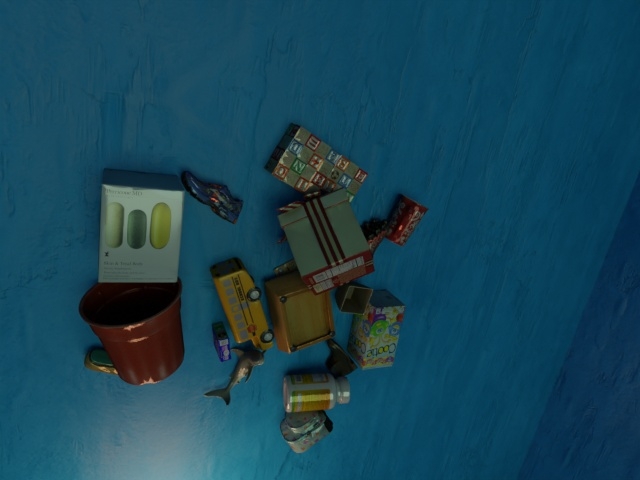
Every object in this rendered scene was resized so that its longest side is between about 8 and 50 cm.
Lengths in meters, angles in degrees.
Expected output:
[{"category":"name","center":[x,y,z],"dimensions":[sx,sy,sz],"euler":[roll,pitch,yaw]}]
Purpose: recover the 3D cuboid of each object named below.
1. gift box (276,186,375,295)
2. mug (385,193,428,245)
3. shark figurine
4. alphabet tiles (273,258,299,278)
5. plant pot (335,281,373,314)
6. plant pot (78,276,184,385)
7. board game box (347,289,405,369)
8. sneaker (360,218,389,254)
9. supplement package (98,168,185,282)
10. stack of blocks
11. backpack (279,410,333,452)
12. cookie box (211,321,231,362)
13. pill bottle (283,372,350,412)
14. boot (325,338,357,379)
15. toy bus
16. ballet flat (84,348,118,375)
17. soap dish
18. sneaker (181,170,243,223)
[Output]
[{"category":"gift box","center":[0.000,0.000,1.354],"dimensions":[0.277,0.257,0.255],"euler":[-20,155,-2]},{"category":"mug","center":[0.301,-0.075,1.588],"dimensions":[0.150,0.113,0.169],"euler":[9,113,-55]},{"category":"shark figurine","center":[-0.299,0.453,1.553],"dimensions":[0.116,0.166,0.278],"euler":[39,110,-7]},{"category":"alphabet tiles","center":[-0.033,0.130,1.579],"dimensions":[0.237,0.009,0.198],"euler":[-27,119,-13]},{"category":"plant pot","center":[0.115,0.207,1.627],"dimensions":[0.109,0.096,0.108],"euler":[11,105,-29]},{"category":"plant pot","center":[-0.526,0.263,1.270],"dimensions":[0.273,0.272,0.264],"euler":[-14,123,-20]},{"category":"board game box","center":[0.217,0.353,1.706],"dimensions":[0.142,0.144,0.274],"euler":[0,109,-24]},{"category":"sneaker","center":[0.153,0.038,1.579],"dimensions":[0.276,0.098,0.135],"euler":[-43,128,-7]},{"category":"supplement package","center":[-0.496,-0.042,1.181],"dimensions":[0.200,0.198,0.262],"euler":[3,109,-25]},{"category":"stack of blocks","center":[-0.010,-0.225,1.398],"dimensions":[0.297,0.087,0.171],"euler":[28,97,-31]},{"category":"backpack","center":[-0.069,0.737,1.716],"dimensions":[0.188,0.166,0.144],"euler":[-40,120,-9]},{"category":"cookie box","center":[-0.339,0.345,1.465],"dimensions":[0.040,0.107,0.091],"euler":[-11,115,-23]},{"category":"pill bottle","center":[-0.016,0.590,1.672],"dimensions":[0.246,0.136,0.136],"euler":[1,110,-13]},{"category":"boot","center":[0.062,0.486,1.725],"dimensions":[0.106,0.082,0.219],"euler":[-41,123,-8]},{"category":"toy bus","center":[-0.259,0.227,1.453],"dimensions":[0.130,0.108,0.332],"euler":[-20,118,-16]},{"category":"ballet flat","center":[-0.638,0.403,1.382],"dimensions":[0.232,0.080,0.073],"euler":[28,125,-29]},{"category":"soap dish","center":[-0.062,0.251,1.540],"dimensions":[0.229,0.118,0.290],"euler":[-16,115,-18]},{"category":"sneaker","center":[-0.326,-0.143,1.301],"dimensions":[0.221,0.083,0.087],"euler":[41,77,-37]}]
